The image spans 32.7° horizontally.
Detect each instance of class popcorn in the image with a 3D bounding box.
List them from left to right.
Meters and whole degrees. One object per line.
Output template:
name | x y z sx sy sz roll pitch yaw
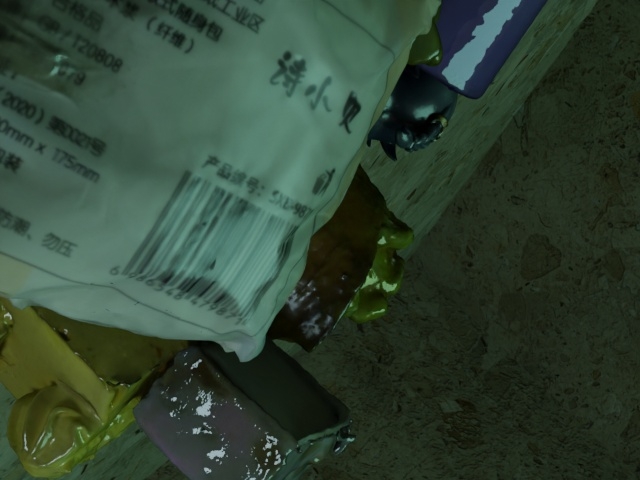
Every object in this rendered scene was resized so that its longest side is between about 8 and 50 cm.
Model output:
popcorn | 0.010 -0.002 1.857 0.321 0.325 0.290 8 -139 46

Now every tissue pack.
tissue pack | -0.127 -0.108 0.721 0.375 0.195 0.390 27 96 -40

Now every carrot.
carrot | -0.050 -0.039 1.396 0.241 0.340 0.241 -31 178 -1

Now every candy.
candy | -0.082 0.200 1.232 0.137 0.195 0.185 -54 162 17

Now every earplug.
earplug | 0.250 -0.419 1.387 0.456 0.215 0.215 -53 167 18

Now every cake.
cake | -0.277 0.117 1.281 0.286 0.227 0.222 -35 165 -44

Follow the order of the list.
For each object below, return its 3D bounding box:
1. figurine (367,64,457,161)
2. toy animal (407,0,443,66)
figurine | 0.092 -0.212 1.639 0.265 0.197 0.175 -43 -166 -32
toy animal | 0.018 -0.225 1.023 0.181 0.180 0.363 -4 179 1
